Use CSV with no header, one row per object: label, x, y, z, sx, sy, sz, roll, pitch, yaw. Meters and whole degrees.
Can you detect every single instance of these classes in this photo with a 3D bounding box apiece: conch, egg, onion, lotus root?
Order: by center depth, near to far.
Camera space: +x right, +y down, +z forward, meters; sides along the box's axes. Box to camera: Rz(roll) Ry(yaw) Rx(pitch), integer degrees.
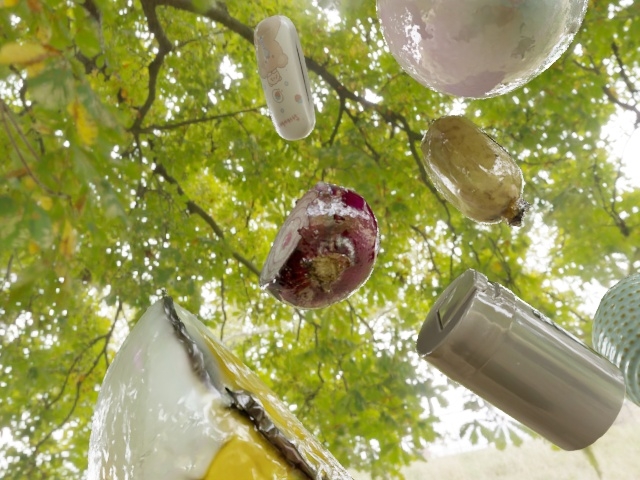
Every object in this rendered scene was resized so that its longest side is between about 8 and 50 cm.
egg,-0.106,0.223,0.498,0.201,0.337,0.337,-40,-37,-12
onion,0.000,0.000,0.793,0.140,0.218,0.195,19,-71,-14
egg,0.269,-0.401,0.859,0.355,0.339,0.354,2,-62,4
conch,0.648,0.217,0.939,0.303,0.319,0.215,11,-23,5
lotus root,0.301,-0.133,1.035,0.146,0.284,0.160,-46,-29,14

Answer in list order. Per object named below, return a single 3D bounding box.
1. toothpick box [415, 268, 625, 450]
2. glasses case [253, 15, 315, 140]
toothpick box,0.201,0.122,0.543,0.181,0.111,0.111,34,-50,-2
glasses case,-0.061,-0.273,0.889,0.081,0.051,0.204,-4,-72,33
